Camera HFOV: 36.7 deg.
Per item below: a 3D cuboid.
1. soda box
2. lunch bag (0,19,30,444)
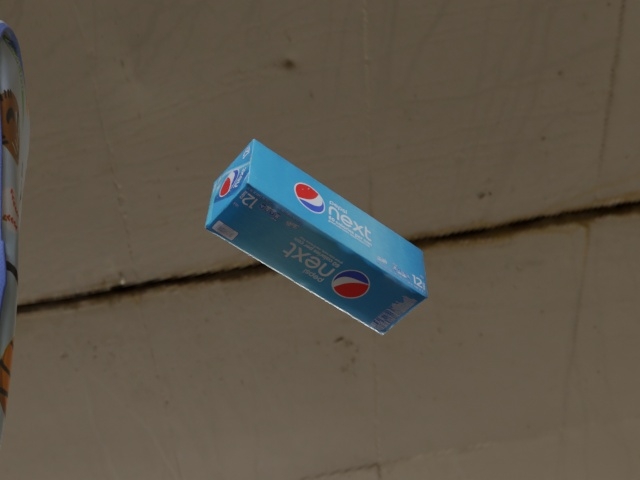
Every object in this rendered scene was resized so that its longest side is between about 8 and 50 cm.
[{"bbox_3d":[0.000,0.000,0.897,0.210,0.071,0.067,33,-57,-23],"label":"soda box"},{"bbox_3d":[-0.221,0.046,0.518,0.115,0.303,0.243,6,-17,-15],"label":"lunch bag"}]
